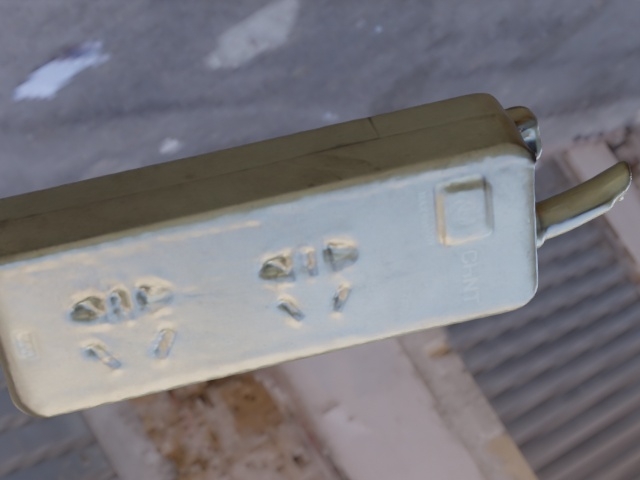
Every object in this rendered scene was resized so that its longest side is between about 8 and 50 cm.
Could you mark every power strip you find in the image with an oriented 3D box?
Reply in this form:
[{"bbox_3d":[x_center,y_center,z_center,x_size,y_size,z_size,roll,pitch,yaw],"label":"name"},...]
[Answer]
[{"bbox_3d":[0.000,0.000,0.682,0.288,0.053,0.093,-13,127,-6],"label":"power strip"}]
